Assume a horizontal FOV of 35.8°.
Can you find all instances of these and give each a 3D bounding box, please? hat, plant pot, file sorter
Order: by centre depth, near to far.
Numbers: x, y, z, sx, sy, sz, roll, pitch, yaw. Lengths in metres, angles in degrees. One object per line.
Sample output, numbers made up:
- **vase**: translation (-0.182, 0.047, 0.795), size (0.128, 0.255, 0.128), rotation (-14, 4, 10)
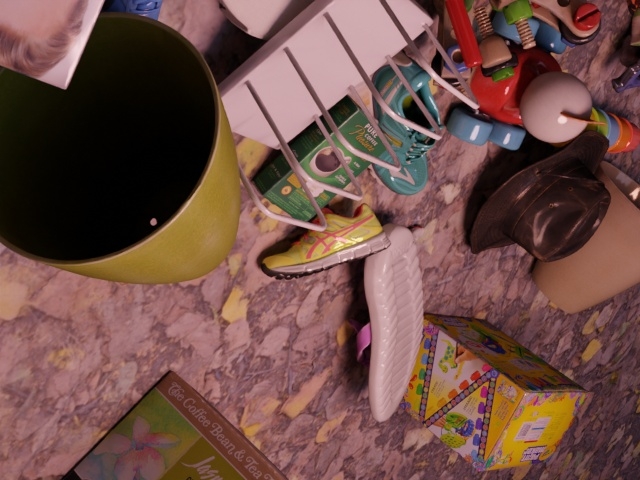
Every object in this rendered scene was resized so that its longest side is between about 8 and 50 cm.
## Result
- **plant pot**: translation (-0.200, -0.062, 1.117), size (0.275, 0.275, 0.293), rotation (-49, 159, -6)
- **file sorter**: translation (0.030, -0.165, 1.230), size (0.277, 0.173, 0.193), rotation (-38, 157, 19)
- **hat**: translation (0.441, -0.045, 1.846), size (0.331, 0.134, 0.331), rotation (-30, 156, -15)
- **plant pot**: translation (0.580, 0.017, 2.069), size (0.274, 0.256, 0.256), rotation (-48, 148, 22)

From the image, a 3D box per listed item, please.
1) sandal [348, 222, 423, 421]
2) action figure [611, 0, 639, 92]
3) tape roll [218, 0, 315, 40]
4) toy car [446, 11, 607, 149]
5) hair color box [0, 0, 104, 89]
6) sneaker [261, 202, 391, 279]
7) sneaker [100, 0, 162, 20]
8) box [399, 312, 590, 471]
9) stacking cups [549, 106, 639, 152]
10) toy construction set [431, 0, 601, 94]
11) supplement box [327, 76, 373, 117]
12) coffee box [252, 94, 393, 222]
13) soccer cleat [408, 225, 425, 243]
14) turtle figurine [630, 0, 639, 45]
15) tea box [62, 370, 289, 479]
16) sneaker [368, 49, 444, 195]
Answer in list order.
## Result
- **sandal**: translation (0.106, 0.136, 1.736), size (0.169, 0.102, 0.416), rotation (-42, 142, -43)
- **action figure**: translation (0.675, -0.433, 1.836), size (0.341, 0.179, 0.330), rotation (-19, 143, -4)
- **tape roll**: translation (0.018, -0.410, 1.149), size (0.392, 0.072, 0.392), rotation (-26, 142, -23)
- **toy car**: translation (0.367, -0.225, 1.600), size (0.210, 0.238, 0.219), rotation (1, 119, -49)
- **hair color box**: translation (-0.249, -0.332, 0.893), size (0.173, 0.105, 0.347), rotation (18, 106, -32)
- **sneaker**: translation (0.000, 0.000, 1.527), size (0.208, 0.081, 0.094), rotation (-17, 88, -21)
- **sneaker**: translation (-0.193, -0.285, 1.057), size (0.069, 0.082, 0.209), rotation (-25, 137, -37)
- **box**: translation (0.320, 0.290, 1.942), size (0.290, 0.279, 0.177), rotation (11, 110, -51)
- **stacking cups**: translation (0.536, -0.222, 1.935), size (0.316, 0.096, 0.096), rotation (-3, 121, -53)
- **toy construction set**: translation (0.232, -0.356, 1.384), size (0.257, 0.237, 0.309), rotation (-19, 180, 25)
- **supplement box**: translation (0.041, -0.198, 1.428), size (0.062, 0.036, 0.098), rotation (-33, 141, -24)
- **coffee box**: translation (0.005, -0.113, 1.414), size (0.184, 0.040, 0.113), rotation (-42, 142, 11)
- **soccer cleat**: translation (0.157, -0.004, 1.721), size (0.083, 0.035, 0.029), rotation (-12, 128, -42)
- **turtle figurine**: translation (0.582, -0.450, 1.573), size (0.198, 0.274, 0.266), rotation (-18, 106, -65)
- **tea box**: translation (-0.193, 0.433, 1.443), size (0.323, 0.329, 0.220), rotation (-46, 143, -12)
- **sneaker**: translation (0.128, -0.162, 1.494), size (0.107, 0.110, 0.275), rotation (-38, 142, -20)
